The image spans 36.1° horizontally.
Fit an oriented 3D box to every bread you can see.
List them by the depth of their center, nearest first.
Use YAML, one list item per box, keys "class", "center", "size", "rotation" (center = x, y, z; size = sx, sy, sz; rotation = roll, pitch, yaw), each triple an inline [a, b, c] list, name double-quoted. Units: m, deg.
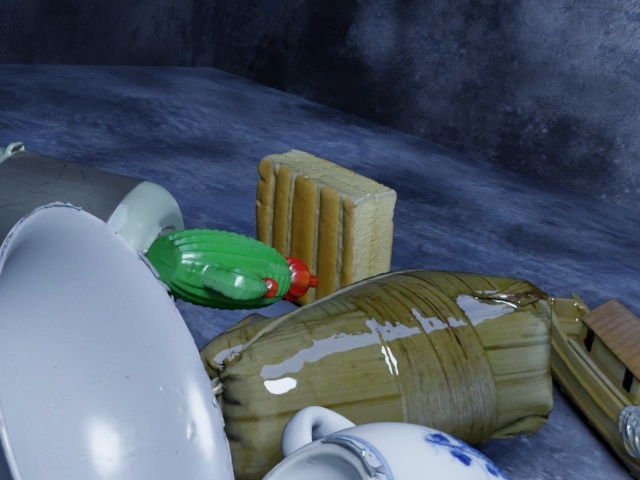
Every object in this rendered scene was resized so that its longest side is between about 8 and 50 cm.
- class: "bread"
  center: [0.000, 0.000, 1.562]
  size: [0.111, 0.246, 0.239]
  rotation: [-19, 33, -38]

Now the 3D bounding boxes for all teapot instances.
- class: "teapot"
  center: [0.069, 0.281, 0.767]
  size: [0.280, 0.252, 0.424]
  rotation: [40, 11, -33]

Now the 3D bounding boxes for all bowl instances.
- class: "bowl"
  center: [-0.211, 0.157, 0.769]
  size: [0.157, 0.346, 0.345]
  rotation: [-22, 13, 13]

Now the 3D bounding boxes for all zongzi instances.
- class: "zongzi"
  center: [-0.026, 0.168, 1.223]
  size: [0.499, 0.218, 0.467]
  rotation: [-10, 1, -23]

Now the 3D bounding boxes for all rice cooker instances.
- class: "rice cooker"
  center: [-0.324, 0.042, 1.178]
  size: [0.277, 0.288, 0.288]
  rotation: [13, 18, 7]

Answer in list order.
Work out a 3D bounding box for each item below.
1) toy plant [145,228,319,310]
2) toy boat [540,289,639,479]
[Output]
- class: "toy plant"
  center: [-0.104, 0.032, 1.137]
  size: [0.154, 0.088, 0.240]
  rotation: [17, 7, 16]
- class: "toy boat"
  center: [0.414, 0.181, 1.376]
  size: [0.135, 0.162, 0.445]
  rotation: [4, 19, -13]
